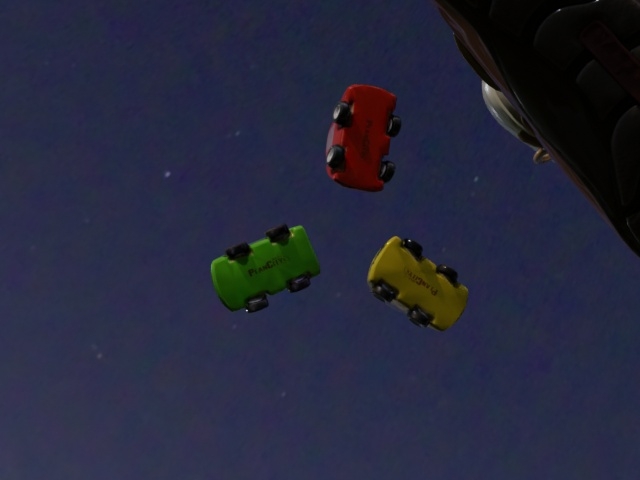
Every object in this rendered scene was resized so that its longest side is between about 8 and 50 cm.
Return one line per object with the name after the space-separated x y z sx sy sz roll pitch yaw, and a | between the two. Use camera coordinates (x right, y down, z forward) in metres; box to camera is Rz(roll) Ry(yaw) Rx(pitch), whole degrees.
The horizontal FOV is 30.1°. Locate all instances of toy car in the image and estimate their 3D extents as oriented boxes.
0.000 0.000 1.073 0.239 0.225 0.053 68 -19 -4 | toy car

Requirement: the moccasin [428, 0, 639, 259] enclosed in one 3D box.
0.184 -0.102 0.786 0.380 0.147 0.139 40 -76 -7 | moccasin

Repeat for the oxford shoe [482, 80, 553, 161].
0.384 -0.097 1.256 0.449 0.169 0.130 29 -30 -8 | oxford shoe
